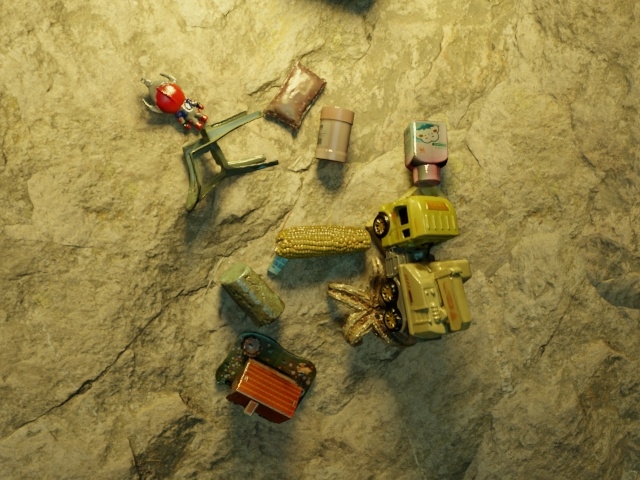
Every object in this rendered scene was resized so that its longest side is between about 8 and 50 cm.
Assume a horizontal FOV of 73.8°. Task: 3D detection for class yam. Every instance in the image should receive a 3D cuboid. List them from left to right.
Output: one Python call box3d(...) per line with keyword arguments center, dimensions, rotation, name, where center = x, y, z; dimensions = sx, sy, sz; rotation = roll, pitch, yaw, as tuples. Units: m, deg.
box3d(center=(-0.205, 0.158, 1.265), dimensions=(0.107, 0.107, 0.194), rotation=(-40, 104, -4), name="yam")

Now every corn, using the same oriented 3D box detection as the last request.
box3d(center=(0.000, 0.000, 1.289), dimensions=(0.311, 0.101, 0.101), rotation=(-6, 100, -14), name="corn")

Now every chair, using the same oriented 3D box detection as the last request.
box3d(center=(-0.270, -0.216, 1.150), dimensions=(0.275, 0.203, 0.190), rotation=(-25, 114, -13), name="chair")

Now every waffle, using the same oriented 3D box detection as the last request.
box3d(center=(0.294, -0.066, 1.363), dimensions=(0.274, 0.057, 0.168), rotation=(-38, 105, -5), name="waffle")

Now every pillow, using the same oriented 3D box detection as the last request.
box3d(center=(-0.071, -0.419, 1.239), dimensions=(0.118, 0.043, 0.184), rotation=(31, 91, -12), name="pillow")

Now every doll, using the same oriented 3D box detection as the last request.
box3d(center=(-0.402, -0.381, 1.167), dimensions=(0.195, 0.062, 0.104), rotation=(34, 108, -23), name="doll")

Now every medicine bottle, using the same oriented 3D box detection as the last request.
box3d(center=(0.321, -0.261, 1.294), dimensions=(0.119, 0.094, 0.187), rotation=(2, 79, -8), name="medicine bottle")

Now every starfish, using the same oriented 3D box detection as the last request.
box3d(center=(0.182, 0.198, 1.328), dimensions=(0.304, 0.113, 0.311), rotation=(-13, 99, -1), name="starfish")

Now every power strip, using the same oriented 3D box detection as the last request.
box3d(center=(-0.127, 0.066, 1.313), dimensions=(0.040, 0.016, 0.090), rotation=(34, 90, -15), name="power strip")

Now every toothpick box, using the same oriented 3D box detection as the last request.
box3d(center=(0.040, -0.308, 1.251), dimensions=(0.099, 0.098, 0.148), rotation=(8, 97, -13), name="toothpick box")

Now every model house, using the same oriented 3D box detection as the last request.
box3d(center=(-0.154, 0.433, 1.293), dimensions=(0.294, 0.154, 0.207), rotation=(32, 92, -14), name="model house")

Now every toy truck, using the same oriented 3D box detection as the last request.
box3d(center=(0.289, 0.074, 1.181), dimensions=(0.181, 0.254, 0.404), rotation=(1, 77, -31), name="toy truck")

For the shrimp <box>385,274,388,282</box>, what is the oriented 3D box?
box3d(center=(0.235, 0.192, 1.400), dimensions=(0.091, 0.034, 0.160), rotation=(-3, 97, -11), name="shrimp")
